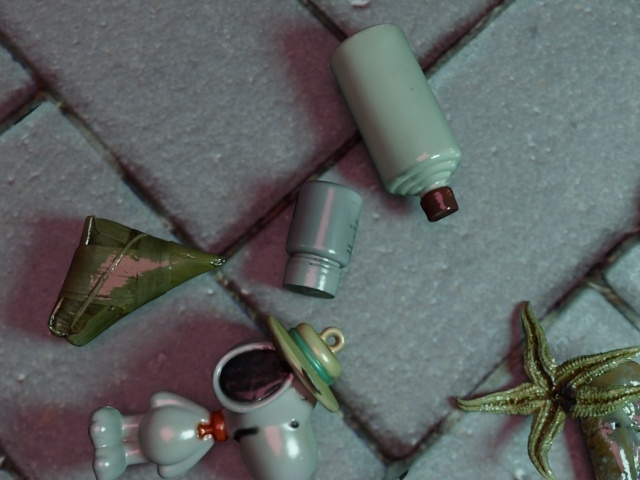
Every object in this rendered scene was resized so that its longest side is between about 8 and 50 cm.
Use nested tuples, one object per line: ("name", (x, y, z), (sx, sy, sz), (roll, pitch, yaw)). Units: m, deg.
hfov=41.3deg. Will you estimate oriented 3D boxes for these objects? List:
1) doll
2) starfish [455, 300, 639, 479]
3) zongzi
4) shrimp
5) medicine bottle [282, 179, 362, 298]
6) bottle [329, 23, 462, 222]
("doll", (-0.115, 0.181, 0.949), (0.271, 0.144, 0.208), (8, 86, -1))
("starfish", (0.266, 0.166, 0.978), (0.223, 0.050, 0.217), (-11, 65, 14))
("zongzi", (-0.222, 0.067, 1.016), (0.176, 0.078, 0.160), (19, 82, 3))
("shrimp", (0.367, 0.245, 0.970), (0.126, 0.047, 0.223), (-5, 73, -8))
("medicine bottle", (0.000, 0.000, 1.021), (0.080, 0.080, 0.130), (13, 77, 5))
("bottle", (0.102, -0.138, 1.042), (0.104, 0.104, 0.245), (-23, 76, -4))
